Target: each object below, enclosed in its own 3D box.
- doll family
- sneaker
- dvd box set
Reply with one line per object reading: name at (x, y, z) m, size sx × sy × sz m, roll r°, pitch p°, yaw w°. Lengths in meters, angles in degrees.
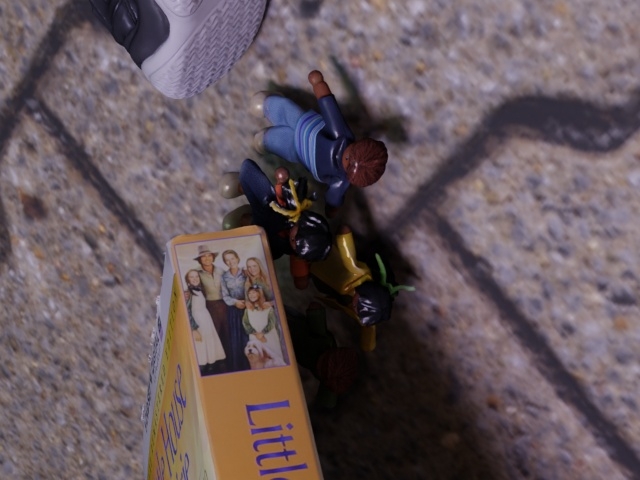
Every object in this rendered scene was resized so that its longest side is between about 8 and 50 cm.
doll family at (0.000, 0.000, 1.080) m, size 0.111 × 0.076 × 0.193 m, roll 33°, pitch 146°, yaw 57°
sneaker at (-0.100, -0.208, 1.016) m, size 0.153 × 0.101 × 0.268 m, roll 35°, pitch 141°, yaw 22°
dvd box set at (-0.031, 0.247, 1.056) m, size 0.307 × 0.062 × 0.420 m, roll 105°, pitch 155°, yaw -59°
